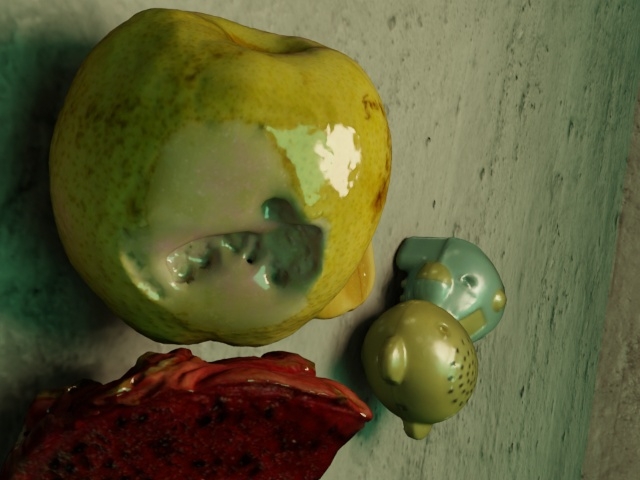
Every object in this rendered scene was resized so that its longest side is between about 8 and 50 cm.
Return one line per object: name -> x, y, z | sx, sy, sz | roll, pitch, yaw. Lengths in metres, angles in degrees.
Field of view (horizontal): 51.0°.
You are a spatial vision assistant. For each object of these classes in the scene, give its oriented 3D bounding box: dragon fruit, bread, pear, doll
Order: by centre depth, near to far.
pear -> -0.076, -0.043, 0.528 | 0.271, 0.271, 0.271 | -10, 103, -52
dragon fruit -> -0.139, 0.161, 0.544 | 0.205, 0.152, 0.317 | 34, 107, -27
bread -> -0.002, 0.000, 0.769 | 0.134, 0.085, 0.173 | -30, 117, -51
doll -> 0.156, 0.131, 0.937 | 0.261, 0.161, 0.177 | -53, 135, -38
